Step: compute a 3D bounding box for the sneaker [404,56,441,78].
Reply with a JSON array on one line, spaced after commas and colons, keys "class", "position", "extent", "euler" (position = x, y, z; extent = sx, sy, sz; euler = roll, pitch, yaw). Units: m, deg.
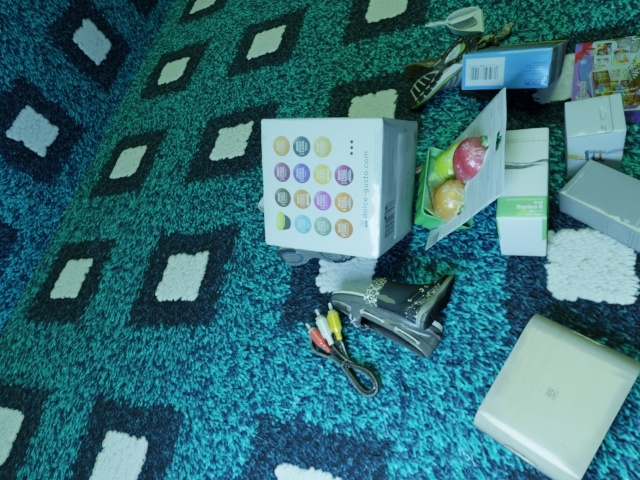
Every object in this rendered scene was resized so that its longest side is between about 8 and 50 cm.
[{"class": "sneaker", "position": [0.412, -0.646, 1.632], "extent": [0.188, 0.066, 0.071], "euler": [10, 50, 27]}]

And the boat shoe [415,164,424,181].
[{"class": "boat shoe", "position": [0.271, -0.213, 1.422], "extent": [0.169, 0.063, 0.059], "euler": [-24, 69, 15]}]

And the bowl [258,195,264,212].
[{"class": "bowl", "position": [-0.145, -0.140, 1.616], "extent": [0.142, 0.053, 0.142], "euler": [31, 78, 39]}]

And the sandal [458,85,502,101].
[{"class": "sandal", "position": [0.545, -0.497, 1.476], "extent": [0.067, 0.040, 0.179], "euler": [-41, 36, -7]}]

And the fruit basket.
[{"class": "fruit basket", "position": [0.394, -0.173, 1.176], "extent": [0.353, 0.165, 0.327], "euler": [135, 152, -59]}]

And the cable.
[{"class": "cable", "position": [0.047, 0.319, 1.210], "extent": [0.139, 0.072, 0.287], "euler": [-45, 51, 15]}]

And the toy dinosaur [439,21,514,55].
[{"class": "toy dinosaur", "position": [0.562, -0.700, 1.542], "extent": [0.267, 0.064, 0.118], "euler": [-16, 10, 11]}]

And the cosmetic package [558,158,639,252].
[{"class": "cosmetic package", "position": [0.729, -0.084, 1.071], "extent": [0.127, 0.107, 0.238], "euler": [-48, 54, -2]}]

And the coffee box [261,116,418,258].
[{"class": "coffee box", "position": [0.063, -0.168, 1.228], "extent": [0.334, 0.338, 0.338], "euler": [7, 106, 25]}]

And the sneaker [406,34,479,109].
[{"class": "sneaker", "position": [0.436, -0.562, 1.530], "extent": [0.300, 0.121, 0.111], "euler": [-37, 51, 28]}]

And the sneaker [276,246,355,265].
[{"class": "sneaker", "position": [0.000, 0.000, 1.419], "extent": [0.296, 0.111, 0.129], "euler": [-2, 48, 24]}]

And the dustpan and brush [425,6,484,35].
[{"class": "dustpan and brush", "position": [0.514, -0.839, 1.685], "extent": [0.211, 0.060, 0.148], "euler": [-7, 58, 25]}]

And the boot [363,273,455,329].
[{"class": "boot", "position": [0.238, 0.129, 1.142], "extent": [0.178, 0.085, 0.236], "euler": [18, 30, 29]}]

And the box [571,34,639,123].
[{"class": "box", "position": [0.848, -0.466, 1.272], "extent": [0.200, 0.057, 0.294], "euler": [4, 64, 30]}]

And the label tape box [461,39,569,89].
[{"class": "label tape box", "position": [0.628, -0.563, 1.393], "extent": [0.249, 0.115, 0.347], "euler": [10, 28, 33]}]

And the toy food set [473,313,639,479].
[{"class": "toy food set", "position": [0.508, 0.338, 0.950], "extent": [0.219, 0.092, 0.306], "euler": [28, 85, 37]}]

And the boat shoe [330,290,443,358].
[{"class": "boat shoe", "position": [0.159, 0.222, 1.187], "extent": [0.334, 0.112, 0.096], "euler": [14, 64, 31]}]

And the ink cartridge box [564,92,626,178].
[{"class": "ink cartridge box", "position": [0.713, -0.270, 1.146], "extent": [0.127, 0.176, 0.128], "euler": [-3, 60, 27]}]

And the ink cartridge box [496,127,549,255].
[{"class": "ink cartridge box", "position": [0.533, -0.124, 1.140], "extent": [0.114, 0.198, 0.273], "euler": [2, 62, 28]}]
